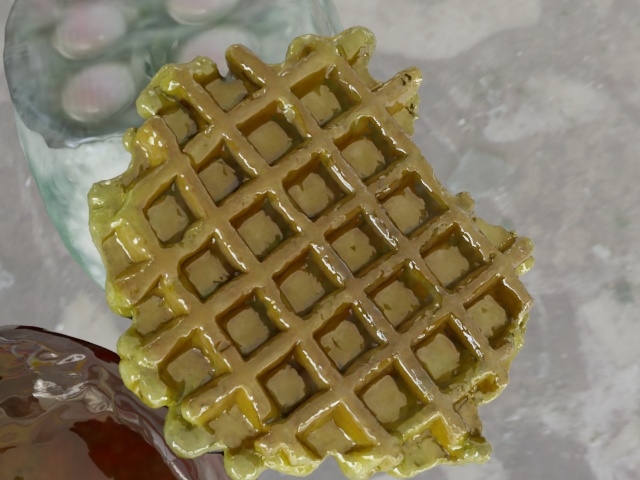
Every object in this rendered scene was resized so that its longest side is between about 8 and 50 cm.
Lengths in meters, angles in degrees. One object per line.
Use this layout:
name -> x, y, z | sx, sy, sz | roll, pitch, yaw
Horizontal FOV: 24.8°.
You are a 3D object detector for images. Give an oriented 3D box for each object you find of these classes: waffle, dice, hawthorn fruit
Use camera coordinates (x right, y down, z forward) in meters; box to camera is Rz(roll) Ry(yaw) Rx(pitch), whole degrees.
waffle -> 0.002, 0.009, 0.915 | 0.281, 0.058, 0.300 | -12, 77, -16
dice -> -0.128, -0.142, 1.578 | 0.330, 0.348, 0.328 | -19, 51, 9
hawthorn fruit -> -0.208, 0.202, 1.036 | 0.325, 0.308, 0.308 | 30, 69, -19
